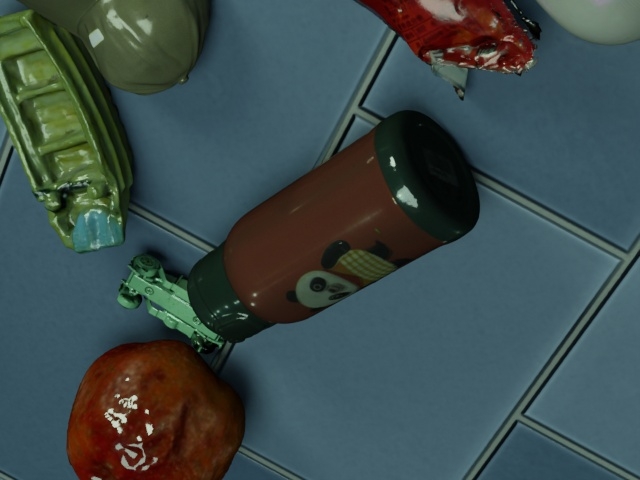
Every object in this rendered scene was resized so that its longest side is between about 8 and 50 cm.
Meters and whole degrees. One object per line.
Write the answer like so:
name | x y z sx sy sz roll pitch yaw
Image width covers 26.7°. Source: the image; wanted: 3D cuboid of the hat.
hat | -0.212 -0.220 1.357 0.166 0.173 0.144 -37 77 31

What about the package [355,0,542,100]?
package | 0.085 -0.249 1.289 0.269 0.071 0.194 45 142 -18

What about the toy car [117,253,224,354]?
toy car | -0.165 0.071 1.579 0.143 0.054 0.073 30 125 0

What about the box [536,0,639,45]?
box | 0.242 -0.355 1.153 0.288 0.141 0.349 -36 104 32

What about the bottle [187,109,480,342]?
bottle | 0.000 0.000 1.440 0.336 0.144 0.144 -31 106 32

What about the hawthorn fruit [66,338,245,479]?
hawthorn fruit | -0.212 0.245 1.581 0.207 0.243 0.207 16 136 16

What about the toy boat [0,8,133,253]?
toy boat | -0.282 -0.125 1.487 0.111 0.084 0.276 -10 112 25
